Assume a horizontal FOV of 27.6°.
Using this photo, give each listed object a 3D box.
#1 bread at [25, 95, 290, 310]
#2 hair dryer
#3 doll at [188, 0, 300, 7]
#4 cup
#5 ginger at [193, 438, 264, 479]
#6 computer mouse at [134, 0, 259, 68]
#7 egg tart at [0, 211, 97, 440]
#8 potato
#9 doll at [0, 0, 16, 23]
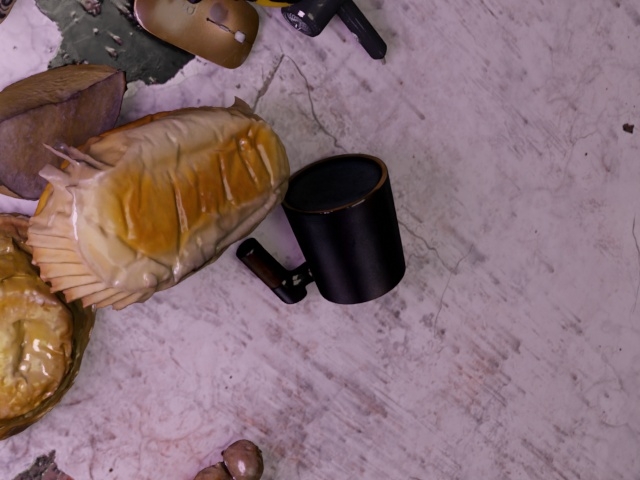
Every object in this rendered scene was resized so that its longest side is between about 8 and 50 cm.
[{"bbox_3d":[-0.213,-0.047,1.719,0.389,0.183,0.236,-22,104,-44],"label":"bread"},{"bbox_3d":[0.039,-0.325,1.940,0.124,0.071,0.219,-55,135,-8],"label":"hair dryer"},{"bbox_3d":[-0.102,-0.368,1.780,0.249,0.088,0.127,-20,89,-47],"label":"doll"},{"bbox_3d":[0.006,-0.010,1.971,0.166,0.239,0.177,-74,151,-53],"label":"cup"},{"bbox_3d":[-0.165,0.384,1.967,0.204,0.080,0.104,-38,115,-20],"label":"ginger"},{"bbox_3d":[-0.166,-0.308,1.803,0.199,0.045,0.102,24,91,-37],"label":"computer mouse"},{"bbox_3d":[-0.428,0.122,1.683,0.341,0.129,0.341,-9,105,-33],"label":"egg tart"},{"bbox_3d":[-0.360,-0.136,1.680,0.243,0.098,0.138,-32,131,-43],"label":"potato"},{"bbox_3d":[-0.406,-0.345,1.602,0.089,0.102,0.179,8,106,7],"label":"doll"}]
